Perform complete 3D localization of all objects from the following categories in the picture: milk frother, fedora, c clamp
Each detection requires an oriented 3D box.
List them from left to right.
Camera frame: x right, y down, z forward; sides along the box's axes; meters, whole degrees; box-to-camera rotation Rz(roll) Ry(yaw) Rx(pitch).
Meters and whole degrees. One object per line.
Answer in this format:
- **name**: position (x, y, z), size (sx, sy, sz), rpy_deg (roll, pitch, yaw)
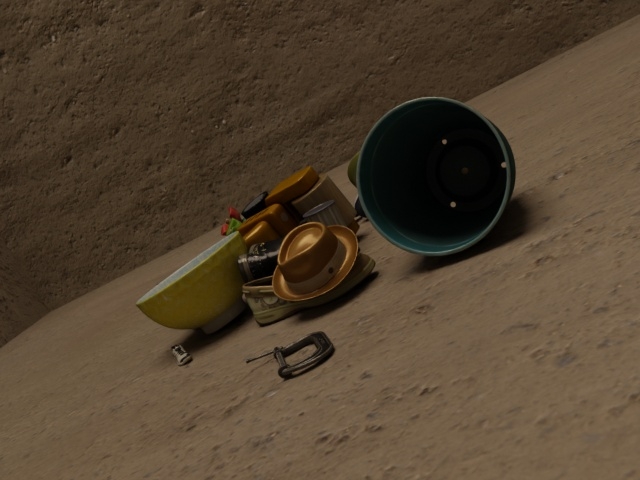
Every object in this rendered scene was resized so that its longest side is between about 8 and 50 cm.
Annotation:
- **c clamp**: position (-0.046, 0.189, 1.067), size (0.137, 0.022, 0.161), rpy_deg (-25, 8, -12)
- **fedora**: position (-0.024, 0.026, 1.258), size (0.194, 0.079, 0.194), rpy_deg (-22, 38, 18)
- **milk frother**: position (0.000, 0.000, 1.522), size (0.129, 0.134, 0.143), rpy_deg (-24, 11, 22)

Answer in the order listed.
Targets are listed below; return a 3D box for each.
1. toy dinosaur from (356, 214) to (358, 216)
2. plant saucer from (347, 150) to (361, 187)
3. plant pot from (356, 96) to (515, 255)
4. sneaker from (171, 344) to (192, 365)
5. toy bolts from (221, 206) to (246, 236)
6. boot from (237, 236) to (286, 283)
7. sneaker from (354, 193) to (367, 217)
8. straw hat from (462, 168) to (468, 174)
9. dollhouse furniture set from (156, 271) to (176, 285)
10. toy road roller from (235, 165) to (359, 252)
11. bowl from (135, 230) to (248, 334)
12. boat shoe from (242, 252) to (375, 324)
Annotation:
- **toy dinosaur**: position (0.060, -0.065, 1.888), size (0.268, 0.064, 0.118), rpy_deg (-24, -1, -44)
- **plant saucer**: position (0.195, -0.185, 1.813), size (0.241, 0.241, 0.037), rpy_deg (-23, 52, 27)
- **plant pot**: position (0.240, -0.123, 1.229), size (0.272, 0.271, 0.255), rpy_deg (-23, -3, 27)
- **sneaker**: position (-0.302, 0.243, 1.402), size (0.032, 0.037, 0.083), rpy_deg (-31, 12, -27)
- **toy bolts**: position (-0.251, 0.008, 2.209), size (0.228, 0.159, 0.218), rpy_deg (-105, 36, -60)
- **boot**: position (-0.074, 0.029, 1.467), size (0.179, 0.085, 0.236), rpy_deg (-19, 3, 11)
- **sneaker**: position (0.188, -0.120, 1.718), size (0.282, 0.099, 0.153), rpy_deg (-32, 19, 31)
- **straw hat**: position (0.377, -0.207, 1.748), size (0.144, 0.061, 0.144), rpy_deg (-51, -1, -1)
- **dollhouse furniture set**: position (-0.323, 0.136, 1.704), size (0.129, 0.129, 0.184), rpy_deg (-32, 10, -21)
- **toy road roller**: position (-0.089, -0.014, 1.675), size (0.330, 0.202, 0.240), rpy_deg (-25, 22, 44)
- **bowl**: position (-0.263, 0.122, 1.517), size (0.289, 0.156, 0.289), rpy_deg (-33, 8, 5)
- **boat shoe**: position (-0.028, 0.083, 1.321), size (0.285, 0.089, 0.104), rpy_deg (-25, 11, 17)
